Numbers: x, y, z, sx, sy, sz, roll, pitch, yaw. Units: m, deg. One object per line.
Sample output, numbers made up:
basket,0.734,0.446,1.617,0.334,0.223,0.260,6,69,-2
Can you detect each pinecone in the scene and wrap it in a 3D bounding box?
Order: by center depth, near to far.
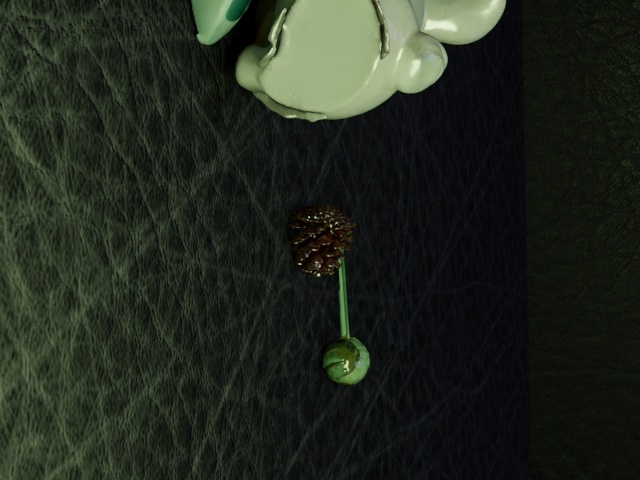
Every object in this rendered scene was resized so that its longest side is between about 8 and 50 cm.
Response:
pinecone,0.000,0.000,1.824,0.077,0.077,0.083,-25,124,-73

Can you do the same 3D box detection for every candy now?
candy,0.027,0.079,1.980,0.061,0.061,0.202,52,32,-65

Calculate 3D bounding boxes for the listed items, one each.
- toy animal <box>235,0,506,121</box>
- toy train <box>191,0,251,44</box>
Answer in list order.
toy animal,0.041,-0.237,1.651,0.310,0.247,0.183,-44,128,-64
toy train,-0.079,-0.388,1.511,0.086,0.088,0.407,-30,119,-73
